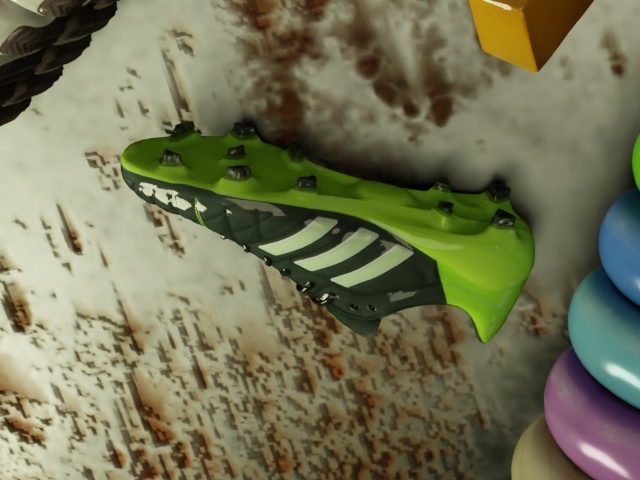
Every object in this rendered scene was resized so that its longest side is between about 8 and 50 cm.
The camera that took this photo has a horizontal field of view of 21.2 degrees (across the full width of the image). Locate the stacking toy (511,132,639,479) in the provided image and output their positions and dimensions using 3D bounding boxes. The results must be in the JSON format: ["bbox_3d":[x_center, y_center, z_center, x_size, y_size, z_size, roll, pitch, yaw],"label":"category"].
[{"bbox_3d":[0.174,-0.032,0.650,0.141,0.141,0.330,12,109,4],"label":"stacking toy"}]

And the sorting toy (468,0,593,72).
[{"bbox_3d":[0.116,-0.206,0.457,0.041,0.307,0.229,29,160,29],"label":"sorting toy"}]

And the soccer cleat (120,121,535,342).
[{"bbox_3d":[0.000,0.000,0.721,0.179,0.060,0.072,13,118,0],"label":"soccer cleat"}]

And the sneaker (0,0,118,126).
[{"bbox_3d":[-0.154,-0.139,0.674,0.281,0.106,0.162,-40,88,22],"label":"sneaker"}]
